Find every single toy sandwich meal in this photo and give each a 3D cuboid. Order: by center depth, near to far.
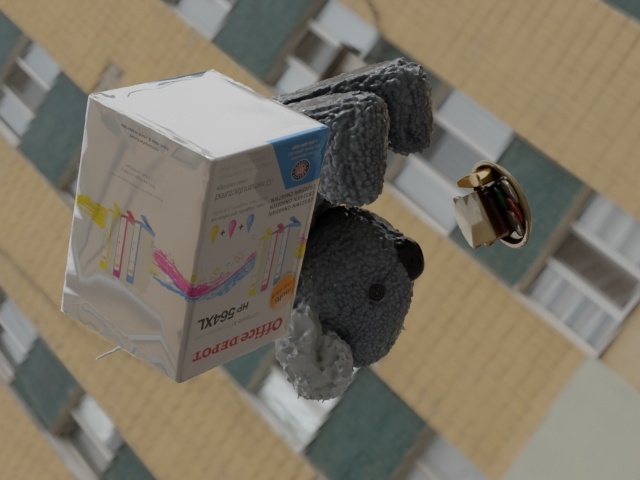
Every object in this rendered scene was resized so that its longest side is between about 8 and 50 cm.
[{"bbox_3d":[0.136,-0.025,1.205,0.029,0.085,0.085,-26,-43,-20],"label":"toy sandwich meal"}]

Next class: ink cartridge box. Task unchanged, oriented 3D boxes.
[{"bbox_3d":[-0.067,-0.002,0.781,0.092,0.090,0.143,-21,-50,-48],"label":"ink cartridge box"}]

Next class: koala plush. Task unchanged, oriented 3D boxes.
[{"bbox_3d":[0.000,0.000,1.149,0.196,0.203,0.221,-46,-60,-65],"label":"koala plush"}]
